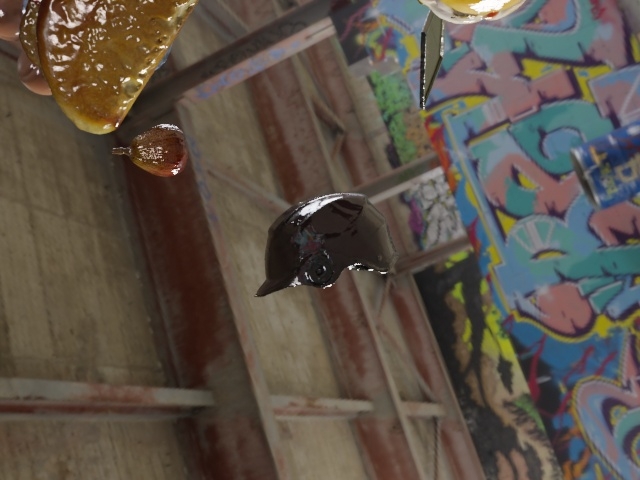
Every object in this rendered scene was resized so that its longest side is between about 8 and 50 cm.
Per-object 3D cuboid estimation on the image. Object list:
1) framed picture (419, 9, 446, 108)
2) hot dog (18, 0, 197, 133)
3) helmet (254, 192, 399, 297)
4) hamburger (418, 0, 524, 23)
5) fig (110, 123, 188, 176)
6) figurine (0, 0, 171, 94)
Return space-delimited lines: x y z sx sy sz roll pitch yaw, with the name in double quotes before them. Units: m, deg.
"framed picture" 0.276 -0.476 1.845 0.265 0.018 0.192 80 -153 -58
"hot dog" -0.312 -0.372 1.142 0.223 0.405 0.185 34 -160 -15
"helmet" 0.000 0.000 1.500 0.225 0.305 0.177 -178 78 -75
"hamburger" 0.295 -0.536 1.385 0.276 0.276 0.237 63 -177 -12
"fig" -0.345 -0.178 1.584 0.153 0.119 0.119 -35 -77 -42
"figurine" -0.550 -0.468 1.726 0.248 0.388 0.277 -47 -41 -30
